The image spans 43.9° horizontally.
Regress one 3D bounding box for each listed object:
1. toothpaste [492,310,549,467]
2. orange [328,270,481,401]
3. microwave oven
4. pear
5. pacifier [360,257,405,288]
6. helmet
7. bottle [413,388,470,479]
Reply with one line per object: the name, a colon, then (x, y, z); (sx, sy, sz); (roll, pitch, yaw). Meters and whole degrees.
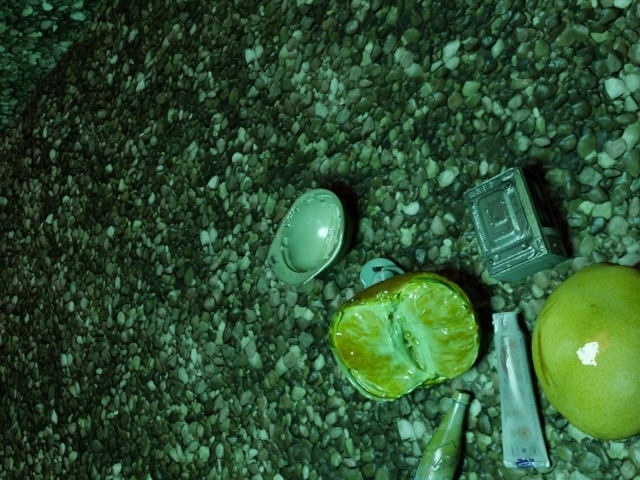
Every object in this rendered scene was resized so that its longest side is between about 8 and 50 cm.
toothpaste: (0.413, 0.313, 1.672); (0.100, 0.066, 0.323); (-11, 80, 33)
orange: (0.188, 0.208, 1.768); (0.334, 0.196, 0.263); (-28, 88, 9)
microwave oven: (0.411, -0.032, 1.689); (0.163, 0.129, 0.205); (-28, 64, 32)
pear: (0.534, 0.196, 1.447); (0.314, 0.314, 0.315); (-8, 77, 39)
pacifier: (0.150, 0.121, 1.915); (0.116, 0.126, 0.150); (129, 130, -68)
helmet: (0.000, 0.004, 2.018); (0.204, 0.137, 0.258); (42, 102, 37)
bottle: (0.274, 0.459, 1.748); (0.083, 0.083, 0.270); (21, 92, 40)
